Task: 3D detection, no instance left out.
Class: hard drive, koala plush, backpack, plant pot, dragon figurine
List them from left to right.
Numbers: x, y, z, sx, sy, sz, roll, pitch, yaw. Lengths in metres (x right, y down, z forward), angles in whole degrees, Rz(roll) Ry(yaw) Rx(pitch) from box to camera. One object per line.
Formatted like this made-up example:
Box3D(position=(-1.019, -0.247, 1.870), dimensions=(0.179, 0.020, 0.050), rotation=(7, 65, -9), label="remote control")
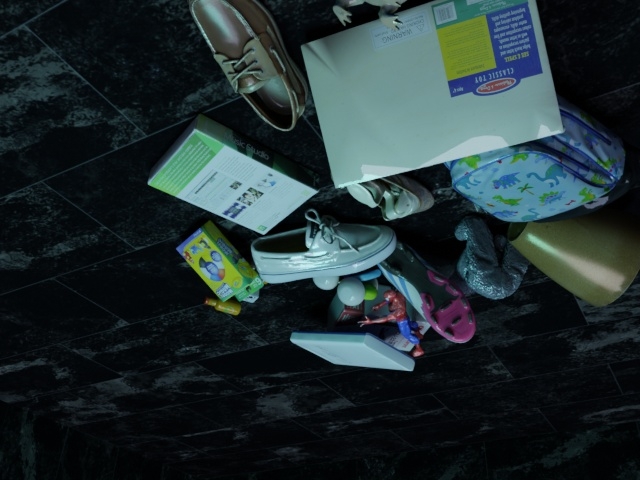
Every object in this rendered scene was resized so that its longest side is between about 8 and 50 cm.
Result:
Box3D(position=(0.088, 0.319, 1.932), dimensions=(0.210, 0.040, 0.319), rotation=(33, 155, -33), label="hard drive")
Box3D(position=(0.083, -0.423, 1.061), dimensions=(0.289, 0.144, 0.085), rotation=(13, 151, 19), label="dragon figurine")
Box3D(position=(0.402, 0.075, 1.707), dimensions=(0.196, 0.203, 0.221), rotation=(13, 156, -15), label="koala plush")
Box3D(position=(0.401, -0.169, 1.305), dimensions=(0.355, 0.273, 0.290), rotation=(40, 146, -25), label="backpack")
Box3D(position=(0.585, -0.002, 1.565), dimensions=(0.255, 0.237, 0.237), rotation=(24, 143, -4), label="plant pot")

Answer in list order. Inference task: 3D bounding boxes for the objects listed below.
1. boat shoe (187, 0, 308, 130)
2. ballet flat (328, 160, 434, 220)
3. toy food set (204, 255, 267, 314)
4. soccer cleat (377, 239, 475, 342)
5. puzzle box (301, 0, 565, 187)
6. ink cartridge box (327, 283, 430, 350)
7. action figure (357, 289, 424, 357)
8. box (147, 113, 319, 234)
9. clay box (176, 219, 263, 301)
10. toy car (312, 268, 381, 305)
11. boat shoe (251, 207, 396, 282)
Box3D(position=(-0.120, -0.322, 1.190), dimensions=(0.123, 0.116, 0.324), rotation=(-18, 141, 26), label="boat shoe")
Box3D(position=(0.139, -0.108, 1.502), dimensions=(0.316, 0.106, 0.108), rotation=(25, 139, -30), label="ballet flat")
Box3D(position=(-0.232, 0.113, 1.838), dimensions=(0.105, 0.111, 0.232), rotation=(18, 145, -23), label="toy food set")
Box3D(position=(0.272, 0.124, 1.701), dimensions=(0.116, 0.331, 0.143), rotation=(-41, 166, -2), label="soccer cleat")
Box3D(position=(0.188, -0.266, 1.155), dimensions=(0.409, 0.271, 0.052), rotation=(-12, -176, 20), label="puzzle box")
Box3D(position=(0.174, 0.227, 1.983), dimensions=(0.273, 0.114, 0.197), rotation=(9, 144, -11), label="ink cartridge box")
Box3D(position=(0.191, 0.224, 1.814), dimensions=(0.139, 0.091, 0.280), rotation=(-11, 138, 14), label="action figure")
Box3D(position=(-0.197, -0.140, 1.517), dimensions=(0.322, 0.058, 0.232), rotation=(24, 140, -31), label="box")
Box3D(position=(-0.261, 0.067, 1.730), dimensions=(0.222, 0.053, 0.127), rotation=(50, 131, -6), label="clay box")
Box3D(position=(0.081, 0.080, 1.748), dimensions=(0.182, 0.159, 0.136), rotation=(32, 108, 19), label="toy car")
Box3D(position=(-0.001, -0.006, 1.648), dimensions=(0.367, 0.135, 0.156), rotation=(-10, 131, 13), label="boat shoe")
